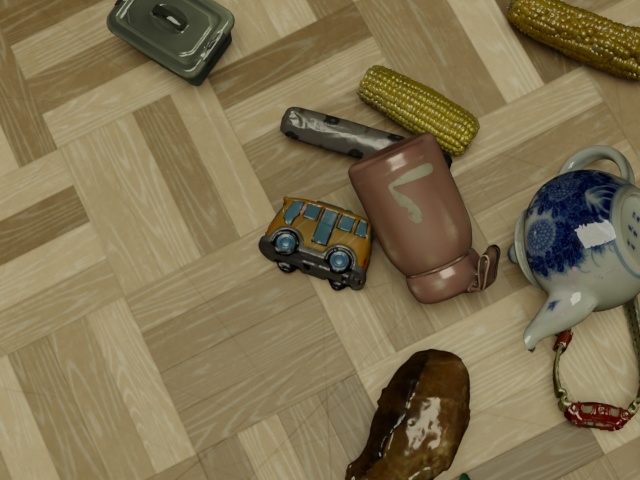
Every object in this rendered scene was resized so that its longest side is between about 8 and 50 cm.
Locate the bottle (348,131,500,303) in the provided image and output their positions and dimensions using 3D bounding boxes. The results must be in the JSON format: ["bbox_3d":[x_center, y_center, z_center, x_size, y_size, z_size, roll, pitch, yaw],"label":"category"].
[{"bbox_3d":[0.193,-0.035,1.760,0.206,0.173,0.296,-18,99,41],"label":"bottle"}]

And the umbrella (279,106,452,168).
[{"bbox_3d":[0.088,-0.186,1.884,0.337,0.073,0.067,17,107,8],"label":"umbrella"}]

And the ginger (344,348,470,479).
[{"bbox_3d":[0.160,0.338,1.724,0.165,0.172,0.321,39,80,-27],"label":"ginger"}]

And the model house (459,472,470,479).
[{"bbox_3d":[0.297,0.496,1.698,0.088,0.167,0.117,11,107,-20],"label":"model house"}]

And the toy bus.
[{"bbox_3d":[0.000,0.000,1.827,0.210,0.126,0.136,18,72,8],"label":"toy bus"}]

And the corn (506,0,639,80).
[{"bbox_3d":[0.505,-0.395,1.889,0.313,0.102,0.102,22,81,10],"label":"corn"}]

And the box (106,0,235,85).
[{"bbox_3d":[-0.289,-0.417,1.930,0.227,0.130,0.162,33,82,9],"label":"box"}]

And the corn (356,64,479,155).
[{"bbox_3d":[0.190,-0.252,1.880,0.244,0.093,0.093,33,82,9],"label":"corn"}]

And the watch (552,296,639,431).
[{"bbox_3d":[0.502,0.208,1.771,0.165,0.102,0.268,-3,70,5],"label":"watch"}]

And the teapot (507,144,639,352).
[{"bbox_3d":[0.451,0.004,1.749,0.252,0.280,0.424,37,58,-30],"label":"teapot"}]
